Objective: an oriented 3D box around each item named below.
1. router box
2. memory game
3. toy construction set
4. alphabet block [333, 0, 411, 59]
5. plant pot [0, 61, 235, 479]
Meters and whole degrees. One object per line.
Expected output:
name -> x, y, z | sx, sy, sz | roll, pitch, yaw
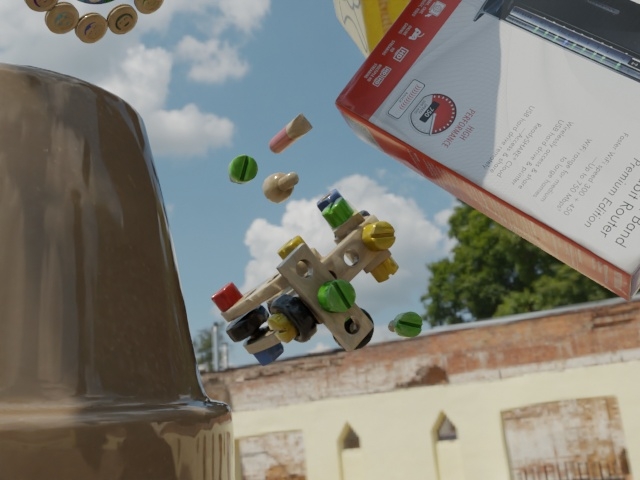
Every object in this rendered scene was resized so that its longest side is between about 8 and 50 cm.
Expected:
router box -> 0.232, -0.170, 0.644 | 0.301, 0.335, 0.082 | 35, -4, 28
memory game -> -0.222, -0.286, 0.765 | 0.186, 0.012, 0.186 | -32, -26, -18
toy construction set -> 0.000, 0.000, 0.882 | 0.258, 0.308, 0.237 | -15, -2, -20
alphabet block -> 0.126, -0.417, 1.162 | 0.194, 0.197, 0.192 | -21, -46, -3
plant pot -> -0.174, 0.034, 0.412 | 0.263, 0.229, 0.263 | 1, -11, 0
